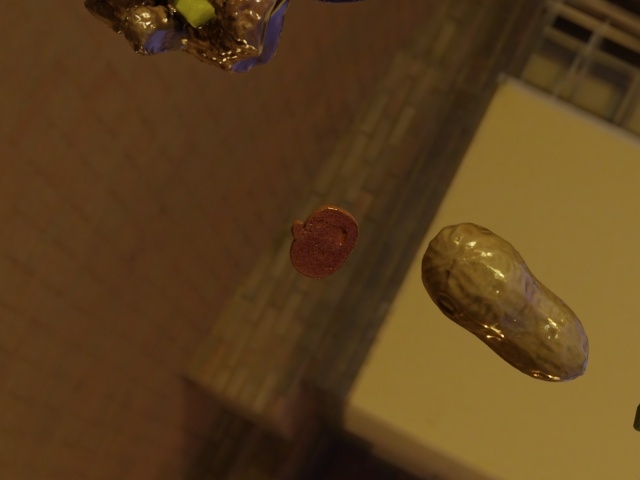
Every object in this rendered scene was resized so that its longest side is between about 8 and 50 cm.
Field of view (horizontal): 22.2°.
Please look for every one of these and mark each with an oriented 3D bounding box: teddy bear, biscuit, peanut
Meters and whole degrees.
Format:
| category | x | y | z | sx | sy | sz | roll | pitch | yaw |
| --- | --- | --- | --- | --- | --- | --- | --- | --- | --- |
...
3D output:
| category | x | y | z | sx | sy | sz | roll | pitch | yaw |
| --- | --- | --- | --- | --- | --- | --- | --- | --- | --- |
| teddy bear | -0.122 | -0.294 | 1.731 | 0.246 | 0.222 | 0.296 | -56 | -179 | -14 |
| biscuit | 0.000 | 0.000 | 1.857 | 0.091 | 0.078 | 0.015 | -54 | -158 | 16 |
| peanut | 0.215 | 0.077 | 1.875 | 0.110 | 0.236 | 0.120 | -51 | -174 | -33 |

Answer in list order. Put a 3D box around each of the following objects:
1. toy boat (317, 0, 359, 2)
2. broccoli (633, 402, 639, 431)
| category | x | y | z | sx | sy | sz | roll | pitch | yaw |
| --- | --- | --- | --- | --- | --- | --- | --- | --- | --- |
| toy boat | 0.027 | -0.395 | 2.231 | 0.262 | 0.115 | 0.114 | -7 | 160 | -39 |
| broccoli | 0.466 | 0.215 | 1.950 | 0.194 | 0.194 | 0.219 | -48 | 154 | -72 |
